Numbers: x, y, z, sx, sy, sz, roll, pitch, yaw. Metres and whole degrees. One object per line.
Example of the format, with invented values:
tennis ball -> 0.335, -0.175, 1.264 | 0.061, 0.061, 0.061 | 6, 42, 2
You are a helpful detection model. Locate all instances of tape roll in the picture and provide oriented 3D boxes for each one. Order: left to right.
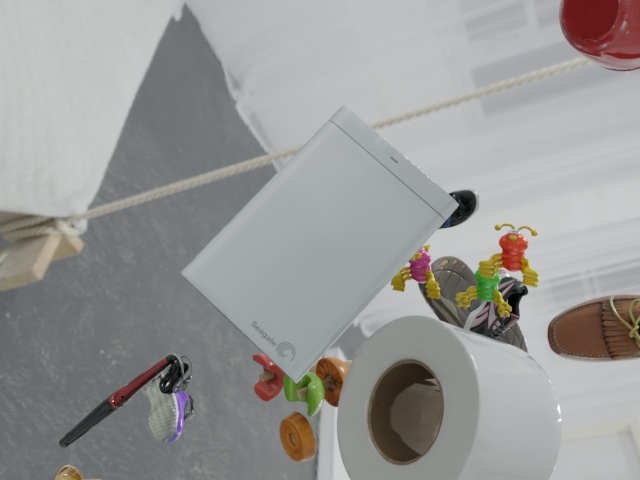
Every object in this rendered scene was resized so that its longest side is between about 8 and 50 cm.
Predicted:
tape roll -> 0.163, 0.234, 0.893 | 0.169, 0.246, 0.246 | 22, 50, -35

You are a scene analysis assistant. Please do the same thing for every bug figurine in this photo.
bug figurine -> 0.214, 0.029, 1.111 | 0.216, 0.279, 0.072 | 76, 32, -54

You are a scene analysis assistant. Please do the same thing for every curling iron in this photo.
curling iron -> -0.335, 0.278, 1.161 | 0.068, 0.274, 0.035 | 62, 6, 24

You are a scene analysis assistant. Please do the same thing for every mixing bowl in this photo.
mixing bowl -> 0.412, -0.331, 0.978 | 0.098, 0.181, 0.181 | -15, 91, -34

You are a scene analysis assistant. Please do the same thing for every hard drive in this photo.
hard drive -> 0.000, 0.000, 1.011 | 0.233, 0.353, 0.047 | 42, -7, 7

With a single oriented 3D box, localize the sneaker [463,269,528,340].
sneaker -> 0.331, 0.146, 1.284 | 0.072, 0.077, 0.178 | 16, 96, -39

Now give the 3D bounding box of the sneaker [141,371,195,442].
sneaker -> -0.412, 0.482, 1.952 | 0.146, 0.102, 0.293 | 42, 4, -31

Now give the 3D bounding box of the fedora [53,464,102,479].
fedora -> -0.422, 0.500, 1.239 | 0.194, 0.079, 0.194 | -16, 90, -90

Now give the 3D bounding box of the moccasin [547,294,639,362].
moccasin -> 0.630, 0.169, 1.293 | 0.147, 0.380, 0.139 | 41, 49, -76

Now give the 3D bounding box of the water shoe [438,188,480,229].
water shoe -> 0.240, -0.054, 1.453 | 0.080, 0.203, 0.072 | -2, 72, -64

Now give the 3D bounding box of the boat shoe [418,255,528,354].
boat shoe -> 0.366, 0.195, 1.646 | 0.355, 0.132, 0.130 | 56, -26, -1

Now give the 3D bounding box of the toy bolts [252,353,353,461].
toy bolts -> -0.021, 0.319, 1.434 | 0.159, 0.228, 0.218 | -11, 115, -35
